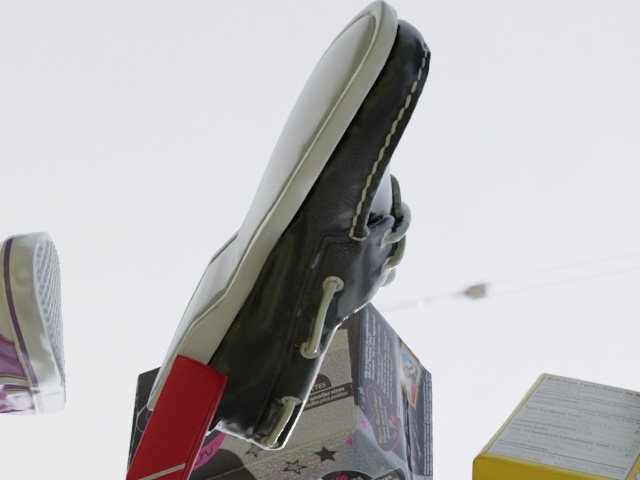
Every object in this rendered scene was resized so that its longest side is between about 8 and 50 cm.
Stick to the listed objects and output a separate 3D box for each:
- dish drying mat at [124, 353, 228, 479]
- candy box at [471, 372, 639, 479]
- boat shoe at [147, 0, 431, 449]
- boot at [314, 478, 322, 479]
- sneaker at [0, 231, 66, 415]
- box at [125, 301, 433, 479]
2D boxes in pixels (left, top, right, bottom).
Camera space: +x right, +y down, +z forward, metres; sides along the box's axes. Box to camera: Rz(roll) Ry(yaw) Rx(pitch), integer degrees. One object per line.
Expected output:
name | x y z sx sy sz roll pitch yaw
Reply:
dish drying mat | -0.078 0.102 1.035 0.032 0.083 0.008 24 -31 -4
candy box | 0.177 0.103 0.814 0.205 0.105 0.027 10 -72 21
boat shoe | 0.000 0.000 1.053 0.114 0.091 0.302 -75 -167 -47
boot | -0.038 0.240 1.079 0.197 0.073 0.152 -33 -101 34
sneaker | -0.275 0.077 1.458 0.282 0.161 0.102 107 -19 -65
box | -0.038 0.180 1.723 0.247 0.142 0.163 -22 -139 24
